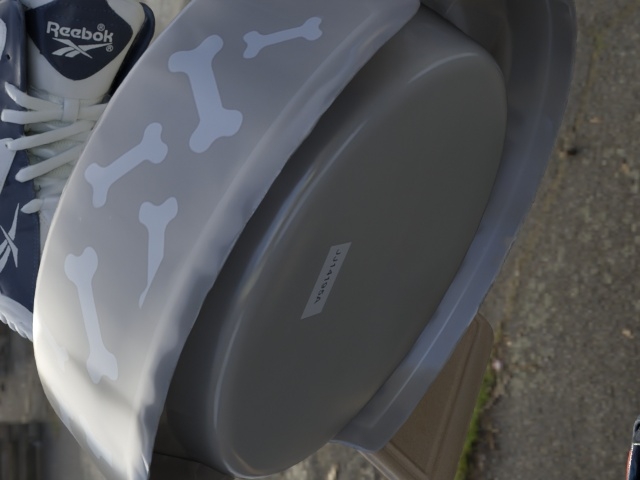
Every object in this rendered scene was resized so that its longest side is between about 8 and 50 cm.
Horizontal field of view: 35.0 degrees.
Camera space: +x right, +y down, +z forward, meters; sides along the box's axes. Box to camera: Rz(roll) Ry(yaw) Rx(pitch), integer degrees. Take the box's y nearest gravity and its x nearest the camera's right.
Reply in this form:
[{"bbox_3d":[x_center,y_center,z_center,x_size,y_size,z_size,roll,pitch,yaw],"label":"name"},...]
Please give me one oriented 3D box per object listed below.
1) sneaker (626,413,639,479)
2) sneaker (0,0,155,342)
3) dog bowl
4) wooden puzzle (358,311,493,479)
[{"bbox_3d":[0.405,0.162,1.041,0.131,0.148,0.350,32,120,42],"label":"sneaker"},{"bbox_3d":[-0.145,-0.068,0.562,0.153,0.094,0.235,-48,49,45],"label":"sneaker"},{"bbox_3d":[0.000,0.000,0.533,0.102,0.348,0.349,31,121,24],"label":"dog bowl"},{"bbox_3d":[0.039,0.073,0.800,0.044,0.239,0.221,-32,18,36],"label":"wooden puzzle"}]
